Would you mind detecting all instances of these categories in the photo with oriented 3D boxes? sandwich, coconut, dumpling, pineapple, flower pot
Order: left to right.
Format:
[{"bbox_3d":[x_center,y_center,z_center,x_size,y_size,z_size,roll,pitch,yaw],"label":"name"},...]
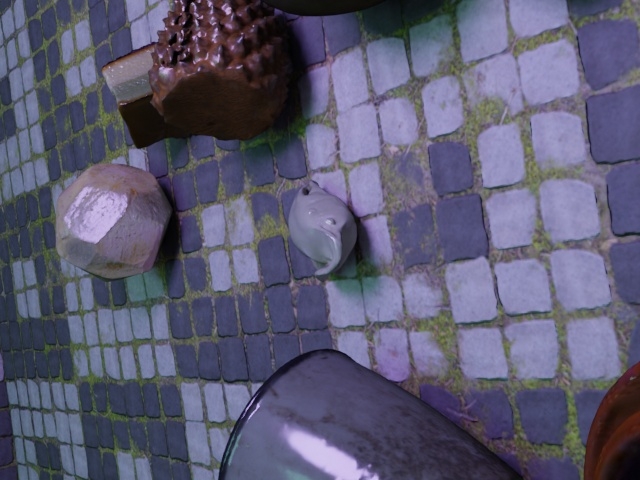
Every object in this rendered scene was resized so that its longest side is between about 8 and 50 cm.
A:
[{"bbox_3d":[-0.410,-0.029,1.617,0.197,0.237,0.237,44,126,42],"label":"coconut"},{"bbox_3d":[-0.267,-0.277,1.509,0.108,0.220,0.186,61,171,20],"label":"sandwich"},{"bbox_3d":[-0.158,-0.351,1.315,0.223,0.223,0.357,-29,55,47],"label":"pineapple"},{"bbox_3d":[0.000,0.001,1.243,0.169,0.100,0.134,42,137,40],"label":"dumpling"},{"bbox_3d":[0.080,0.329,1.063,0.330,0.293,0.294,19,109,40],"label":"flower pot"}]

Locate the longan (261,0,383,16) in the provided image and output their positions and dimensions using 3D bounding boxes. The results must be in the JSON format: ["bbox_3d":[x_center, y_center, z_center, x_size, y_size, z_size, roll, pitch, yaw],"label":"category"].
[{"bbox_3d":[0.011,-0.460,1.010,0.361,0.361,0.361,8,101,48],"label":"longan"}]

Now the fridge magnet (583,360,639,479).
[{"bbox_3d":[0.403,0.269,0.769,0.363,0.155,0.364,10,103,49],"label":"fridge magnet"}]
